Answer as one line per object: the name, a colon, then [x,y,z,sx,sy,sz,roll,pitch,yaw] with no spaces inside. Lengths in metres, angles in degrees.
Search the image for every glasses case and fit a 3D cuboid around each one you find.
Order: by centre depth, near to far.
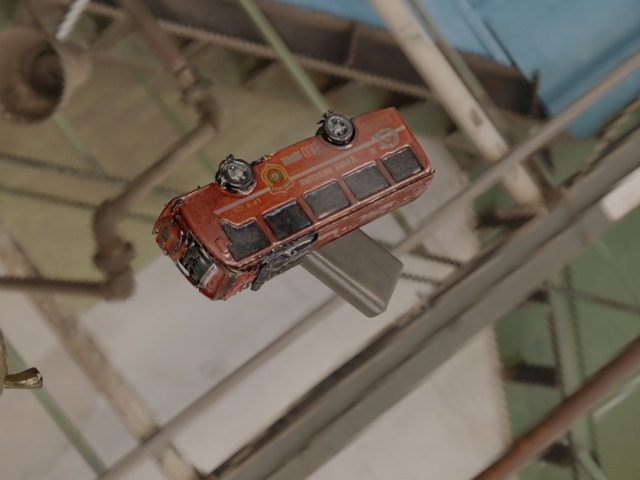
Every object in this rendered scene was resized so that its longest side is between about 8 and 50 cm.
glasses case: [-0.001,-0.001,1.505,0.042,0.190,0.072,-25,-147,51]

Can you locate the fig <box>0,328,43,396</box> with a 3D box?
fig: [-0.444,0.164,1.849,0.217,0.217,0.321,-35,151,12]

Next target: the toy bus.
toy bus: [-0.019,-0.034,1.211,0.235,0.096,0.073,-28,165,-31]
